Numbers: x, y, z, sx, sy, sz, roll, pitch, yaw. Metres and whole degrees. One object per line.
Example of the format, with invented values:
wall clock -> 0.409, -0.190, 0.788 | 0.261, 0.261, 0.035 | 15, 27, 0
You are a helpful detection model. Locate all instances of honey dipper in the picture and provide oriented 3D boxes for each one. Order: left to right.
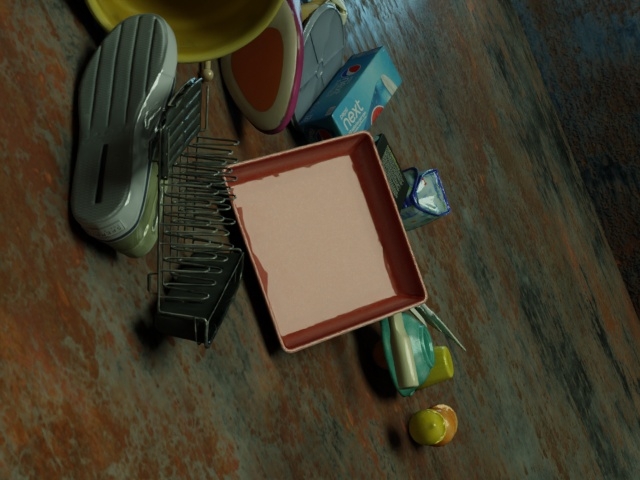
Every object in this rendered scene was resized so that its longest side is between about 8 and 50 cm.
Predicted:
honey dipper -> -0.156, -0.287, 1.829 | 0.030, 0.030, 0.160 | 41, 39, -47

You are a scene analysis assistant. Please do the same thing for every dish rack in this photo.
dish rack -> -0.136, -0.040, 1.477 | 0.208, 0.074, 0.271 | -73, 167, -68

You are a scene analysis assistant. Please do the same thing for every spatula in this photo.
spatula -> 0.120, 0.071, 2.052 | 0.242, 0.019, 0.168 | 47, -2, -27

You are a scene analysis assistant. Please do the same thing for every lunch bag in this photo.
lunch bag -> 0.120, -0.056, 2.113 | 0.151, 0.129, 0.096 | -26, 95, -65

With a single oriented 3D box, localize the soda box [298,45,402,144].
soda box -> 0.049, -0.215, 2.054 | 0.071, 0.067, 0.210 | 59, 42, -24

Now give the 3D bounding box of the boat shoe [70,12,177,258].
boat shoe -> -0.217, -0.120, 1.499 | 0.094, 0.109, 0.302 | 59, 33, -54

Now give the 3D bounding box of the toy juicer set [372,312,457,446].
toy juicer set -> 0.123, 0.198, 1.966 | 0.329, 0.089, 0.209 | 55, 26, -53

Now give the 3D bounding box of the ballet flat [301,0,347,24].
ballet flat -> 0.004, -0.361, 2.166 | 0.232, 0.073, 0.080 | -49, 154, -59

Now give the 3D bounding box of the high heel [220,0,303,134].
high heel -> -0.060, -0.299, 1.940 | 0.181, 0.127, 0.377 | 41, 40, -59

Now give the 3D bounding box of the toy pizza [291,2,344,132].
toy pizza -> -0.014, -0.266, 2.026 | 0.201, 0.032, 0.201 | 16, 90, -72

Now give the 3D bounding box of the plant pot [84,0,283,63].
plant pot -> -0.173, -0.383, 1.628 | 0.254, 0.254, 0.239 | 52, 14, -34

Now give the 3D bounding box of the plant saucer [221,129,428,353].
plant saucer -> 0.000, 0.000, 1.795 | 0.259, 0.048, 0.258 | -18, 87, -35

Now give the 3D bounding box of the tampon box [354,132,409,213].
tampon box -> 0.049, -0.069, 1.980 | 0.101, 0.120, 0.161 | 62, 24, -21
